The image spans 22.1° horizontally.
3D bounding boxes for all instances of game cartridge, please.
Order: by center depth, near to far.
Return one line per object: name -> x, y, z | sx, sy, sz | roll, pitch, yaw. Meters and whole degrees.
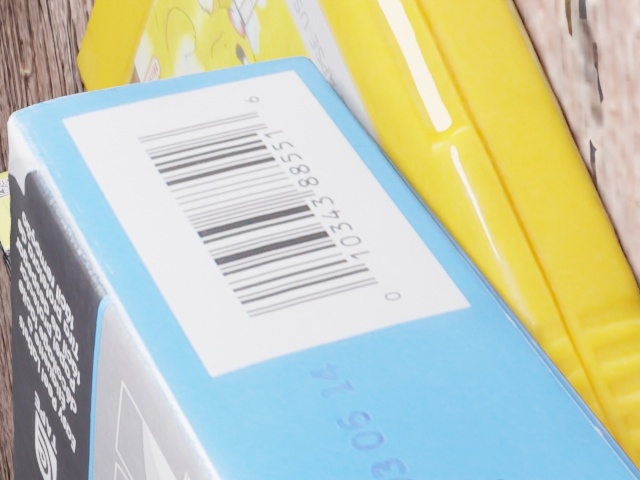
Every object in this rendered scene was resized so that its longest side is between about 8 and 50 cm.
game cartridge -> 0.000, 0.000, 0.592 | 0.285, 0.053, 0.323 | 124, 130, -59

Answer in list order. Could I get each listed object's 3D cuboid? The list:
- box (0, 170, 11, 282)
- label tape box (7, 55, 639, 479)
box -> -0.097, 0.078, 0.780 | 0.087, 0.058, 0.232 | -130, 23, -59
label tape box -> -0.012, 0.149, 0.519 | 0.240, 0.106, 0.333 | 55, 148, 40
